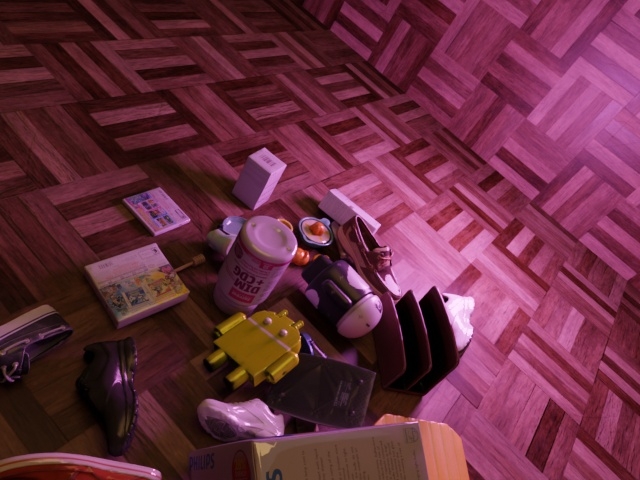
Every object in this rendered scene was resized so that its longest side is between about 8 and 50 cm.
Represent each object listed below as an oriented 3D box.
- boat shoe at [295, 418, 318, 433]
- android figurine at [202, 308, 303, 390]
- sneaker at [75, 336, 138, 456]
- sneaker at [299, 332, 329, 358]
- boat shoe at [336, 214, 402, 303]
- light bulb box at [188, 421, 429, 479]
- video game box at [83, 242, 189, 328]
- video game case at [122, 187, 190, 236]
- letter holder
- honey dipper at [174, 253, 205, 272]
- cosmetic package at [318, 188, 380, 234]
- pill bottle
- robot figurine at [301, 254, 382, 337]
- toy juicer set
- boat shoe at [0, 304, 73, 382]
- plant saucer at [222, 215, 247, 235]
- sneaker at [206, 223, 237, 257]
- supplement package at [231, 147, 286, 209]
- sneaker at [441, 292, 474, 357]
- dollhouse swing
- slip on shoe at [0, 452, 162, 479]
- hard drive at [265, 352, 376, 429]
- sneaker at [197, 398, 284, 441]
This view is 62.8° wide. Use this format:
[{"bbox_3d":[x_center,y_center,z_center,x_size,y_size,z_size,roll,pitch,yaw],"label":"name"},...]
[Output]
[{"bbox_3d":[-0.029,0.498,1.338,0.056,0.048,0.153,-12,46,-12],"label":"boat shoe"},{"bbox_3d":[-0.165,0.276,1.388,0.273,0.056,0.248,-32,48,-33],"label":"android figurine"},{"bbox_3d":[-0.469,0.341,1.153,0.130,0.109,0.286,3,38,-25],"label":"sneaker"},{"bbox_3d":[0.001,0.362,1.477,0.091,0.081,0.232,2,52,-44],"label":"sneaker"},{"bbox_3d":[0.195,0.062,1.859,0.123,0.123,0.341,-18,71,-51],"label":"boat shoe"},{"bbox_3d":[-0.032,0.503,1.040,0.361,0.358,0.225,5,65,-31],"label":"light bulb box"},{"bbox_3d":[-0.486,0.115,1.393,0.205,0.048,0.187,-23,62,-39],"label":"video game box"},{"bbox_3d":[-0.510,-0.092,1.633,0.157,0.019,0.143,45,40,12],"label":"video game case"},{"bbox_3d":[0.288,0.292,1.638,0.152,0.214,0.301,16,42,-22],"label":"letter holder"},{"bbox_3d":[-0.405,0.080,1.520,0.030,0.030,0.161,47,43,16],"label":"honey dipper"},{"bbox_3d":[0.112,-0.094,2.001,0.231,0.085,0.117,38,16,6],"label":"cosmetic package"},{"bbox_3d":[-0.191,0.080,1.463,0.161,0.283,0.160,19,40,-17],"label":"pill bottle"},{"bbox_3d":[0.068,0.172,1.640,0.278,0.173,0.209,47,42,17],"label":"robot figurine"},{"bbox_3d":[0.000,0.000,1.842,0.329,0.089,0.209,-8,54,-41],"label":"toy juicer set"},{"bbox_3d":[-0.661,0.249,1.104,0.102,0.108,0.301,37,31,7],"label":"boat shoe"},{"bbox_3d":[-0.270,-0.030,1.735,0.119,0.021,0.119,20,41,-18],"label":"plant saucer"},{"bbox_3d":[-0.237,0.022,1.649,0.151,0.094,0.256,28,3,42],"label":"sneaker"},{"bbox_3d":[-0.217,-0.215,1.841,0.105,0.179,0.105,39,39,6],"label":"supplement package"},{"bbox_3d":[0.474,0.302,1.873,0.130,0.110,0.297,17,35,4],"label":"sneaker"},{"bbox_3d":[0.318,0.591,1.304,0.347,0.315,0.304,17,62,-20],"label":"dollhouse swing"},{"bbox_3d":[-0.470,0.473,0.992,0.332,0.123,0.101,20,44,-24],"label":"slip on shoe"},{"bbox_3d":[0.003,0.391,1.355,0.255,0.054,0.171,10,55,14],"label":"hard drive"},{"bbox_3d":[-0.189,0.428,1.271,0.232,0.090,0.115,31,31,-18],"label":"sneaker"}]
